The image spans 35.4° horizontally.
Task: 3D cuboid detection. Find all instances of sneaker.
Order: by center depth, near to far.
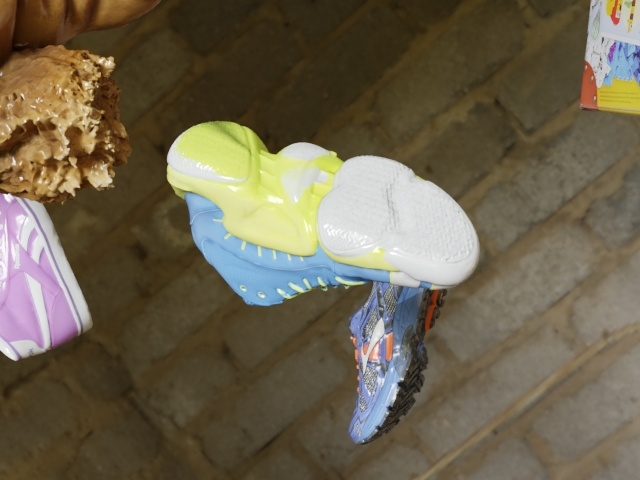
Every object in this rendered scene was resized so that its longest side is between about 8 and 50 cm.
[{"bbox_3d":[0.000,0.000,0.717,0.091,0.240,0.126,-44,-32,-38],"label":"sneaker"},{"bbox_3d":[0.069,0.112,1.076,0.083,0.087,0.221,9,-82,-63],"label":"sneaker"},{"bbox_3d":[-0.449,0.032,1.413,0.161,0.282,0.102,-26,1,-30],"label":"sneaker"}]

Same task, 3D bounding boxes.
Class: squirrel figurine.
[{"bbox_3d":[-0.329,-0.223,1.060,0.370,0.397,0.281,-12,-1,-37],"label":"squirrel figurine"}]

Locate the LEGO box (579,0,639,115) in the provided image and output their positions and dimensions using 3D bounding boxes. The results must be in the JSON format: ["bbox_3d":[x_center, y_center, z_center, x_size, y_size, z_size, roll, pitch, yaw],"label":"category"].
[{"bbox_3d":[0.435,-0.287,0.916,0.193,0.372,0.500,3,9,-7],"label":"LEGO box"}]
